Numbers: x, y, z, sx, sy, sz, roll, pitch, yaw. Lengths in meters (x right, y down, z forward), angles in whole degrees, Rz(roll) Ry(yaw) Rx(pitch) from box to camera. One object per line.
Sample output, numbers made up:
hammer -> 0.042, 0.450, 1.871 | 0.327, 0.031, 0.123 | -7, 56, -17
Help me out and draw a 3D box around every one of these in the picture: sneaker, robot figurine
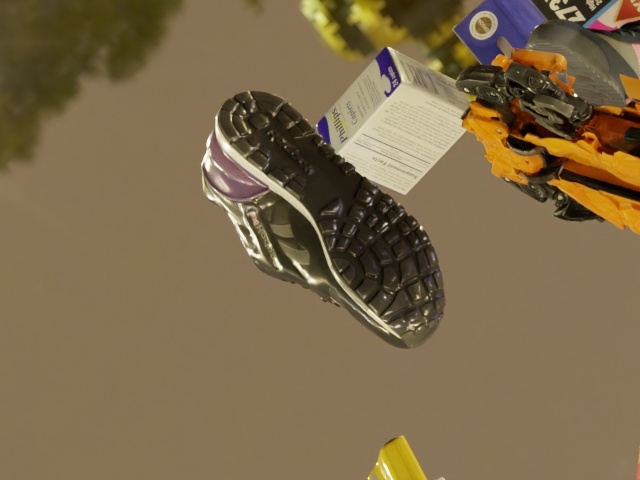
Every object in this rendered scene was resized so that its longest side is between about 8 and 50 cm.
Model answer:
sneaker -> 0.000, 0.000, 1.732 | 0.107, 0.283, 0.124 | -26, 157, -36
robot figurine -> 0.247, -0.072, 1.564 | 0.291, 0.211, 0.085 | 22, -111, 31
sneaker -> 0.335, -0.205, 2.100 | 0.112, 0.319, 0.131 | 19, -93, 38

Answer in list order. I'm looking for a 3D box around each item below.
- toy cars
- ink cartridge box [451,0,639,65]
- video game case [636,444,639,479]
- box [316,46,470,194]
toy cars -> 0.113, 0.340, 2.292 | 0.087, 0.176, 0.393 | -25, -170, -6
ink cartridge box -> 0.348, -0.305, 2.228 | 0.371, 0.176, 0.069 | -40, -149, 6
video game case -> 0.398, 0.190, 1.825 | 0.204, 0.285, 0.025 | 19, -156, 40
box -> 0.087, -0.138, 2.220 | 0.137, 0.126, 0.072 | -47, -138, 25
